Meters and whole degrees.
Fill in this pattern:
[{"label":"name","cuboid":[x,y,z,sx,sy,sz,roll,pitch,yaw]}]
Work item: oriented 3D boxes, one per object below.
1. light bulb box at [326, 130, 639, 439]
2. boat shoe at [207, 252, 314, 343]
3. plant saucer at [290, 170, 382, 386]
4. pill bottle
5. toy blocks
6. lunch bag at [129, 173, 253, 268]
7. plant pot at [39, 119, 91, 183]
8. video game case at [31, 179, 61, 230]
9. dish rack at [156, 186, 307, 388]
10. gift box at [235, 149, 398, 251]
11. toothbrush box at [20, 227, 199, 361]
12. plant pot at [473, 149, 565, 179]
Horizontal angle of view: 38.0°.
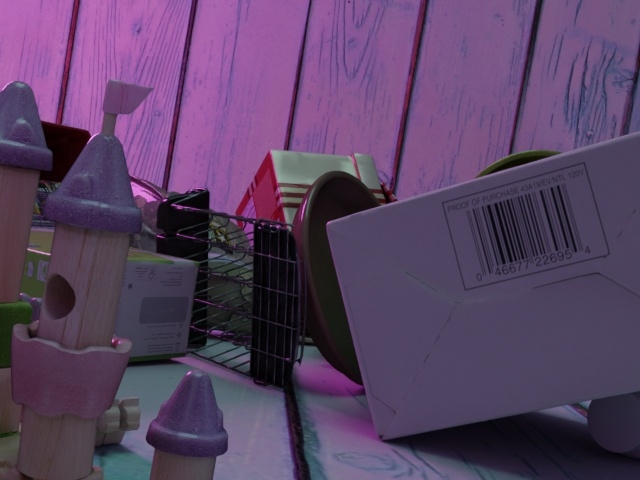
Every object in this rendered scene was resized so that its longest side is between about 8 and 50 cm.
[{"label":"light bulb box","cuboid":[0.249,0.048,0.994,0.358,0.225,0.361,-15,-7,20]},{"label":"boat shoe","cuboid":[-0.098,0.087,1.342,0.302,0.109,0.094,14,1,-43]},{"label":"plant saucer","cuboid":[0.040,0.051,1.159,0.041,0.278,0.278,-16,-10,29]},{"label":"pill bottle","cuboid":[0.357,0.191,1.007,0.160,0.087,0.087,8,3,-45]},{"label":"toy blocks","cuboid":[-0.208,0.026,0.593,0.288,0.260,0.309,11,3,37]},{"label":"lunch bag","cuboid":[-0.254,0.008,1.674,0.287,0.169,0.235,27,-3,41]},{"label":"plant pot","cuboid":[-0.554,-0.058,1.552,0.235,0.267,0.267,-2,-2,21]},{"label":"video game case","cuboid":[-0.391,0.001,1.450,0.042,0.210,0.232,-35,-12,17]},{"label":"dish rack","cuboid":[-0.103,0.055,1.106,0.074,0.208,0.271,-9,16,-44]},{"label":"gift box","cuboid":[0.000,0.000,1.824,0.258,0.276,0.255,1,-28,-25]},{"label":"toothbrush box","cuboid":[-0.318,0.056,1.088,0.283,0.122,0.206,12,4,34]},{"label":"plant pot","cuboid":[0.338,0.052,1.715,0.366,0.366,0.353,9,-10,-13]}]
